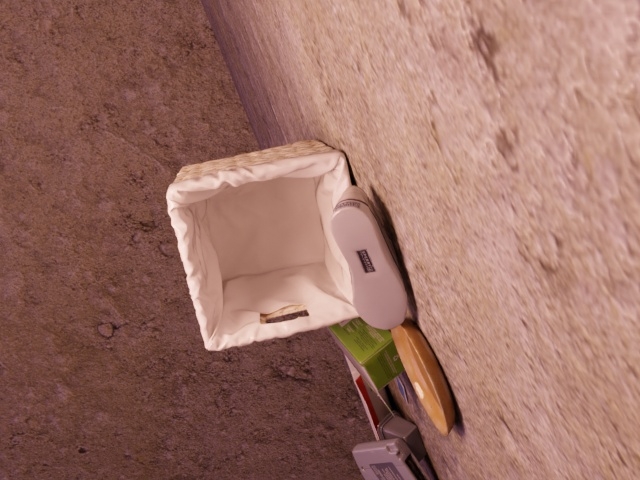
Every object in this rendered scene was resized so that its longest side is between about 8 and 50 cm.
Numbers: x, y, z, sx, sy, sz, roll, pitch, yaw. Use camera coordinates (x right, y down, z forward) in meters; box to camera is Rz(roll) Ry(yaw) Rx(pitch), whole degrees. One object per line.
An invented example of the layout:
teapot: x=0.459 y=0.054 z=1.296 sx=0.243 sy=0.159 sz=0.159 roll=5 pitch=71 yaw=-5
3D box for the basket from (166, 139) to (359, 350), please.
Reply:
basket: x=-0.104 y=-0.011 z=1.307 sx=0.266 sy=0.328 sz=0.332 roll=-121 pitch=20 yaw=-69

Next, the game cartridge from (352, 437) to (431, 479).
game cartridge: x=0.221 y=0.671 z=1.822 sx=0.297 sy=0.062 sz=0.198 roll=56 pitch=142 yaw=-6

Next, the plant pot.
plant pot: x=0.190 y=0.240 z=1.224 sx=0.236 sy=0.032 sz=0.236 roll=156 pitch=90 yaw=-85

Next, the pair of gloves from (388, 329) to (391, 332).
pair of gloves: x=0.119 y=0.133 z=1.518 sx=0.159 sy=0.023 sz=0.198 roll=76 pitch=169 yaw=-58

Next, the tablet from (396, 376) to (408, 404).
tablet: x=0.213 y=0.387 z=1.745 sx=0.054 sy=0.006 sz=0.083 roll=-118 pitch=8 yaw=-46

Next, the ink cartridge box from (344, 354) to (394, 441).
ink cartridge box: x=0.179 y=0.506 z=2.022 sx=0.385 sy=0.091 sz=0.308 roll=-118 pitch=7 yaw=-72

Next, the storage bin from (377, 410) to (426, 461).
storage bin: x=0.234 y=0.544 z=1.823 sx=0.091 sy=0.098 sz=0.135 roll=10 pitch=127 yaw=50

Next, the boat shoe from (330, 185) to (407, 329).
boat shoe: x=0.083 y=0.031 z=1.115 sx=0.088 sy=0.096 sz=0.268 roll=-74 pitch=-36 yaw=-51

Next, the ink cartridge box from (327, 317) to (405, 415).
ink cartridge box: x=0.117 y=0.261 z=1.540 sx=0.189 sy=0.097 sz=0.255 roll=46 pitch=170 yaw=45
